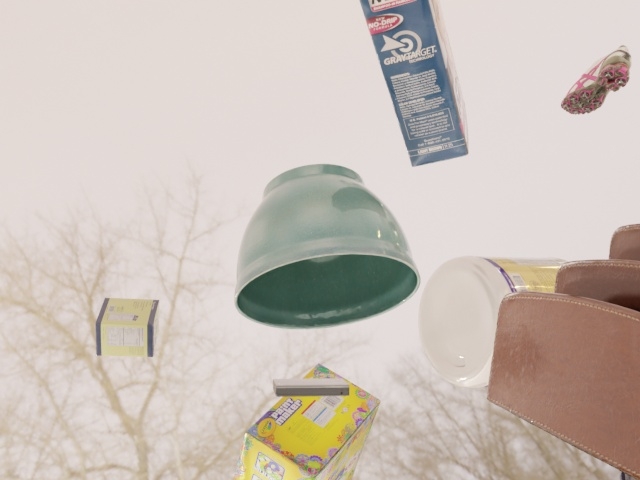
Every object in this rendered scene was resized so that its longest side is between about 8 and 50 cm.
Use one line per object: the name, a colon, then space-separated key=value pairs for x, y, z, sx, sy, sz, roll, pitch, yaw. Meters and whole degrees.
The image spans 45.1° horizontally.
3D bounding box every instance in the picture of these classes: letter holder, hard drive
letter holder: x=0.304 y=0.085 z=0.701 sx=0.152 sy=0.302 sz=0.214 roll=5 pitch=-87 yaw=-19
hard drive: x=-0.020 y=0.274 z=1.437 sx=0.135 sy=0.022 sz=0.094 roll=0 pitch=-2 yaw=-7

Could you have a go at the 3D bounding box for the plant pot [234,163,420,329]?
plant pot: x=0.000 y=0.000 z=1.249 sx=0.293 sy=0.196 sz=0.293 roll=-6 pitch=-26 yaw=-3

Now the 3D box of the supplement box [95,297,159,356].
supplement box: x=-0.289 y=0.130 z=1.162 sx=0.083 sy=0.083 sz=0.056 roll=3 pitch=-67 yaw=-6

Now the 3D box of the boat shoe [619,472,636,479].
boat shoe: x=0.517 y=0.394 z=1.021 sx=0.127 sy=0.340 sz=0.158 roll=15 pitch=-59 yaw=-10

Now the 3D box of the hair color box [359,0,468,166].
hair color box: x=0.157 y=-0.313 z=1.267 sx=0.105 sy=0.174 sz=0.347 roll=-11 pitch=-50 yaw=16

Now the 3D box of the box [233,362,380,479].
box: x=-0.038 y=0.484 z=1.712 sx=0.290 sy=0.177 sz=0.279 roll=-35 pitch=-34 yaw=-51

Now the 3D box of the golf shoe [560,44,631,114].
golf shoe: x=0.573 y=-0.327 z=1.595 sx=0.067 sy=0.086 sz=0.186 roll=29 pitch=-30 yaw=-12

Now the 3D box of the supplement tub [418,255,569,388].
supplement tub: x=0.380 y=0.150 z=1.459 sx=0.331 sy=0.241 sz=0.241 roll=2 pitch=-47 yaw=-31
